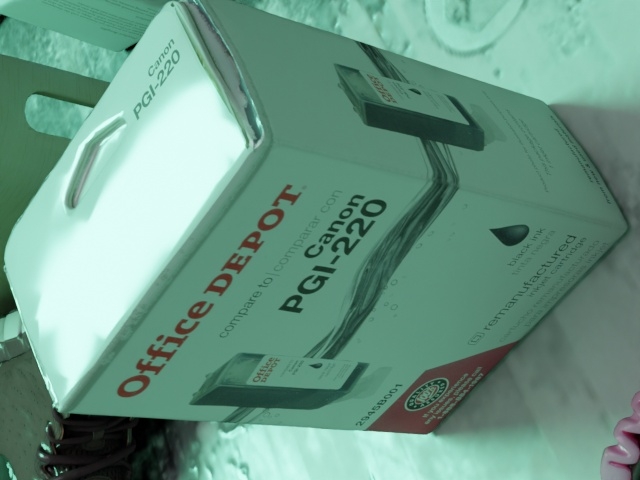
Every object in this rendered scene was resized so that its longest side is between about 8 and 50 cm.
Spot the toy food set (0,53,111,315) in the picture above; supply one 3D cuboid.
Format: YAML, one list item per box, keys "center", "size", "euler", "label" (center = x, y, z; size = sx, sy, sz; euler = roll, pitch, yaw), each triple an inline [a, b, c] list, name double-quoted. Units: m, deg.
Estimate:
- center: [-0.225, -0.018, 0.863]
  size: [0.306, 0.219, 0.092]
  euler: [-33, 58, 40]
  label: "toy food set"

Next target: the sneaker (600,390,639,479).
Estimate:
- center: [0.155, 0.058, 0.545]
  size: [0.057, 0.047, 0.119]
  euler: [30, 111, 42]
  label: "sneaker"

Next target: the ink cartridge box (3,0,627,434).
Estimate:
- center: [0.000, 0.000, 0.599]
  size: [0.158, 0.218, 0.092]
  euler: [-51, 47, 29]
  label: "ink cartridge box"

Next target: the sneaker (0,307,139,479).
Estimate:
- center: [-0.119, 0.099, 0.817]
  size: [0.281, 0.106, 0.163]
  euler: [-33, 62, 52]
  label: "sneaker"

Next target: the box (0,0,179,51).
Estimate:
- center: [-0.147, -0.191, 0.907]
  size: [0.087, 0.101, 0.102]
  euler: [-18, 66, 46]
  label: "box"
